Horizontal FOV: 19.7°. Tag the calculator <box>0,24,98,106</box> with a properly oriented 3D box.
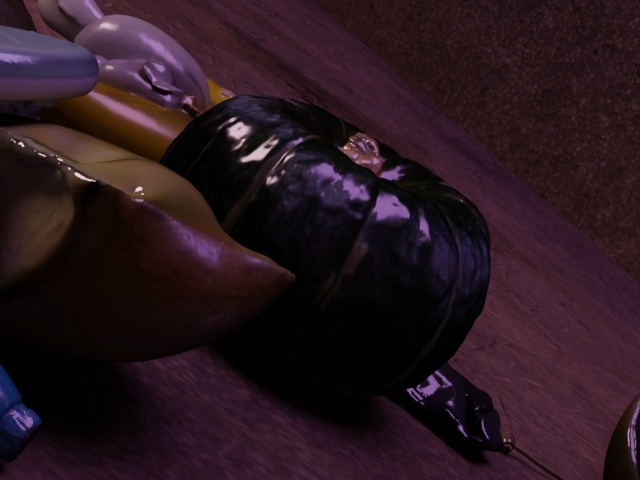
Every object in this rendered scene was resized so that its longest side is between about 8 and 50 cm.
[{"bbox_3d":[-0.267,-0.108,0.997,0.295,0.042,0.184,4,11,-22],"label":"calculator"}]

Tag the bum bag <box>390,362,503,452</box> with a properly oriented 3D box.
[{"bbox_3d":[0.070,0.094,1.434,0.198,0.049,0.087,39,16,11],"label":"bum bag"}]

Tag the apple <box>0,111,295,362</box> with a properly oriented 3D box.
[{"bbox_3d":[-0.120,0.008,0.998,0.193,0.120,0.265,24,1,-36],"label":"apple"}]

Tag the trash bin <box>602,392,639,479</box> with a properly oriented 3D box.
[{"bbox_3d":[0.357,0.225,1.350,0.334,0.214,0.214,40,11,-4],"label":"trash bin"}]

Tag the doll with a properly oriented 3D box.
[{"bbox_3d":[-0.145,-0.109,1.491,0.252,0.111,0.237,35,27,-9],"label":"doll"}]

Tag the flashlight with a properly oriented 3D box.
[{"bbox_3d":[-0.183,0.051,0.860,0.129,0.051,0.051,39,11,5],"label":"flashlight"}]

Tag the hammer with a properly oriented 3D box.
[{"bbox_3d":[0.192,0.191,1.496,0.123,0.014,0.029,35,20,-17],"label":"hammer"}]

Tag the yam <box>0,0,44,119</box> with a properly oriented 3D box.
[{"bbox_3d":[-0.267,-0.157,1.347,0.106,0.106,0.259,28,15,-33],"label":"yam"}]

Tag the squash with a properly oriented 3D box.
[{"bbox_3d":[0.000,0.000,1.308,0.252,0.165,0.252,33,15,-10],"label":"squash"}]
